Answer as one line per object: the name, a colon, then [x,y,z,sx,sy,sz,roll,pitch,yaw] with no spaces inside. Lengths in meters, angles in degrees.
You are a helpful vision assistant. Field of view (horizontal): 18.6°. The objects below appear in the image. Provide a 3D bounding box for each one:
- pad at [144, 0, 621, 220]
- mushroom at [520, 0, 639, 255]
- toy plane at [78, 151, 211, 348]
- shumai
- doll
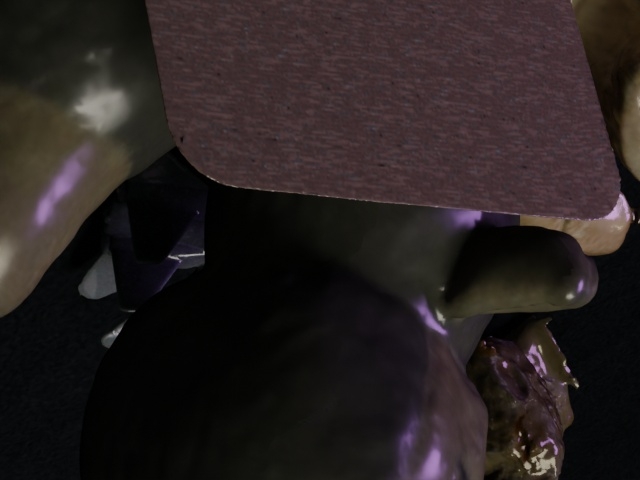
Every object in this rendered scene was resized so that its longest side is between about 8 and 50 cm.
pad: [0.031,-0.095,0.932,0.266,0.176,0.002,5,153,-35]
mushroom: [0.124,-0.107,1.127,0.151,0.156,0.286,-7,130,-15]
toy plane: [-0.003,-0.009,1.181,0.267,0.088,0.212,-2,139,-23]
shumai: [0.130,0.141,1.459,0.175,0.166,0.206,-15,170,-39]
doll: [-0.066,0.041,0.984,0.378,0.382,0.252,31,155,-15]
